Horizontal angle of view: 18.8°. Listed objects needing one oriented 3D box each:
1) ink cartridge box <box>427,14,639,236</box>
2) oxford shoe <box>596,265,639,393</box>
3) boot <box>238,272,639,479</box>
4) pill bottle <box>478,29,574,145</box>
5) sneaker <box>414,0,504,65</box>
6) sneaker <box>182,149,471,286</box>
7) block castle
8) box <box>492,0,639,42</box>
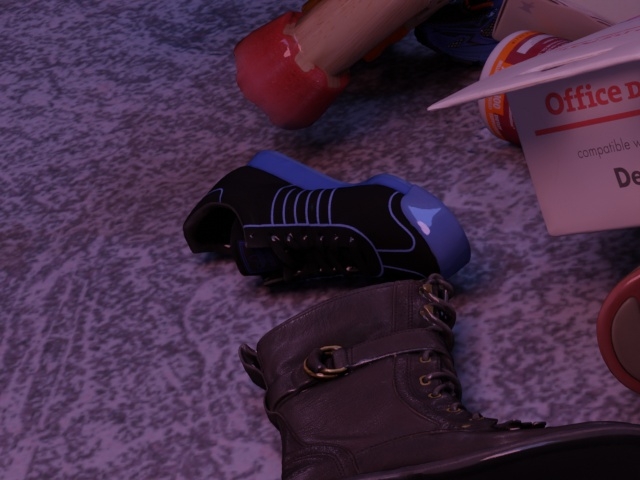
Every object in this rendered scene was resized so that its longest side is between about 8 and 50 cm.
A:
[{"bbox_3d":[0.262,-0.096,1.214,0.353,0.119,0.207,-24,9,-37],"label":"ink cartridge box"},{"bbox_3d":[0.327,0.011,1.188,0.348,0.123,0.130,-15,15,-5],"label":"oxford shoe"},{"bbox_3d":[0.070,0.095,1.175,0.263,0.091,0.229,-13,35,10],"label":"boot"},{"bbox_3d":[0.195,-0.097,1.398,0.086,0.086,0.152,-38,39,-29],"label":"pill bottle"},{"bbox_3d":[0.171,-0.215,1.574,0.221,0.087,0.083,-27,35,-16],"label":"sneaker"},{"bbox_3d":[0.000,0.000,1.356,0.090,0.081,0.232,-41,34,-27],"label":"sneaker"},{"bbox_3d":[-0.017,-0.309,1.578,0.213,0.303,0.453,-37,14,35],"label":"block castle"},{"bbox_3d":[0.235,-0.264,1.501,0.113,0.094,0.275,25,68,3],"label":"box"}]
